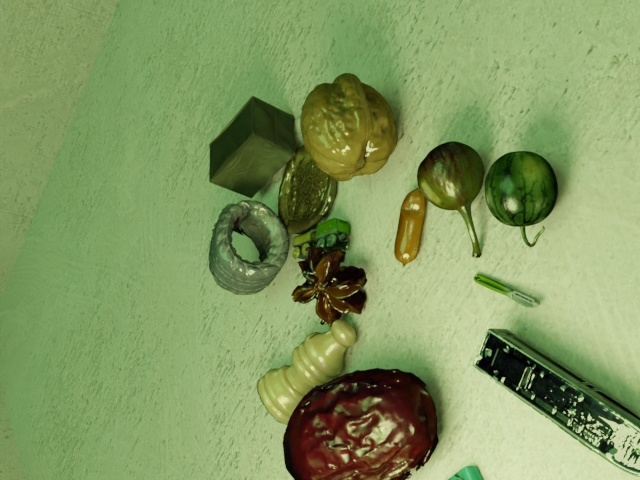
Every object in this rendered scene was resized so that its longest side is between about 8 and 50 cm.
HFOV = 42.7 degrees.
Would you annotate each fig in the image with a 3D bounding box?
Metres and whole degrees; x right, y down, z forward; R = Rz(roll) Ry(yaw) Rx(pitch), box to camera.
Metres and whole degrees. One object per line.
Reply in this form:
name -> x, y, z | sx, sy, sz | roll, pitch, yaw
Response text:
fig -> 0.290, -0.082, 1.715 | 0.149, 0.149, 0.245 | -31, 72, 43

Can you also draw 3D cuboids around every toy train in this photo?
toy train -> 0.000, 0.000, 2.100 | 0.202, 0.060, 0.081 | -20, 60, 48
toy train -> 0.447, 0.286, 1.453 | 0.407, 0.088, 0.086 | 35, 111, 49

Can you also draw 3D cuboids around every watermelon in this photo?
watermelon -> 0.385, -0.079, 1.576 | 0.141, 0.141, 0.187 | -9, 78, 50

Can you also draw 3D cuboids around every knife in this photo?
knife -> 0.373, 0.103, 1.643 | 0.022, 0.026, 0.184 | -41, 35, -16

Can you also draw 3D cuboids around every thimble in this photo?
thimble -> -0.205, 0.022, 2.221 | 0.236, 0.205, 0.172 | 66, 150, 15

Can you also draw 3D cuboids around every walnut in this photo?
walnut -> 0.064, -0.272, 1.954 | 0.257, 0.224, 0.257 | 178, 90, -71

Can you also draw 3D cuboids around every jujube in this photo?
jujube -> 0.084, 0.412, 1.762 | 0.377, 0.258, 0.258 | -28, 60, 30

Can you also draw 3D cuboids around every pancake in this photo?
pancake -> -0.039, -0.139, 2.200 | 0.250, 0.031, 0.250 | -19, 65, 47

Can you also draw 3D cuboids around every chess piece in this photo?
chess piece -> -0.017, 0.313, 2.013 | 0.307, 0.124, 0.139 | -47, 43, 28

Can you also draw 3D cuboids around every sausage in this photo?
sausage -> 0.203, -0.029, 1.858 | 0.062, 0.054, 0.183 | 6, 84, 19

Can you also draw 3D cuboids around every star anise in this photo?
star anise -> 0.023, 0.097, 1.979 | 0.220, 0.190, 0.126 | -25, 23, 47

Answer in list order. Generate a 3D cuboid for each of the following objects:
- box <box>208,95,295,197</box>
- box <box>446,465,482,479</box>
box -> -0.192, -0.257, 2.307 | 0.231, 0.155, 0.149 | -40, 41, 37
box -> 0.264, 0.580, 1.648 | 0.226, 0.042, 0.161 | -50, 48, 32
